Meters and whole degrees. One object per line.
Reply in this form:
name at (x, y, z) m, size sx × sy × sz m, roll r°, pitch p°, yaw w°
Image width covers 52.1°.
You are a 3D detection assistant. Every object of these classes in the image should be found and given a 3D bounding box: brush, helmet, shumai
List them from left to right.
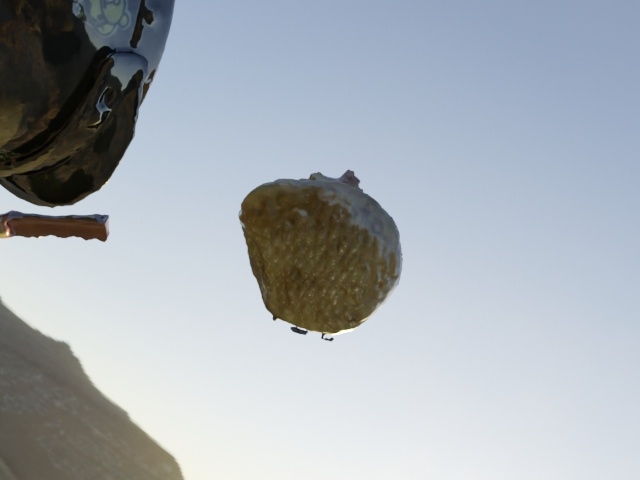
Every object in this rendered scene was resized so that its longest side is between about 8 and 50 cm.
brush at (-0.350, -0.018, 0.602) m, size 0.301 × 0.071 × 0.084 m, roll 0°, pitch -43°, yaw -10°
helmet at (-0.209, -0.156, 0.360) m, size 0.230 × 0.279 × 0.160 m, roll 7°, pitch 8°, yaw 28°
shumai at (0.004, 0.000, 0.564) m, size 0.145 × 0.116 × 0.146 m, roll 2°, pitch -68°, yaw 5°
